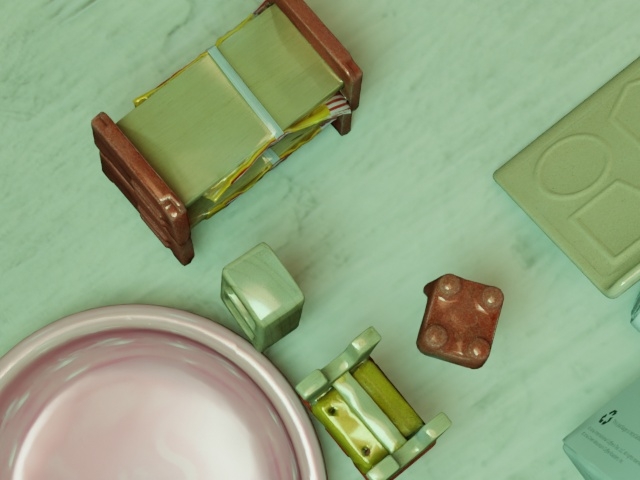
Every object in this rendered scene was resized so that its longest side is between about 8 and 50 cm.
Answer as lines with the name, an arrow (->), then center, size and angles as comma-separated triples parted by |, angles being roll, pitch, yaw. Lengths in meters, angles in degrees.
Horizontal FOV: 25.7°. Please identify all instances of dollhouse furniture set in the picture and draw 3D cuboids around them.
dollhouse furniture set -> 0.000, 0.000, 1.147 | 0.201, 0.152, 0.374 | -37, 82, -11

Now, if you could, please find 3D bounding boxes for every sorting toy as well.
sorting toy -> 0.264, -0.060, 1.148 | 0.193, 0.038, 0.208 | -38, 38, 2

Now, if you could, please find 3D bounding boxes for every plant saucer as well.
plant saucer -> -0.155, 0.221, 1.205 | 0.332, 0.084, 0.332 | -1, 85, 6

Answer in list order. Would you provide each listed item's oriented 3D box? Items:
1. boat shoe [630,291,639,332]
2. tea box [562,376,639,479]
boat shoe -> 0.377, -0.026, 1.156 | 0.094, 0.109, 0.302 | 40, 88, 5
tea box -> 0.384, 0.232, 0.987 | 0.220, 0.329, 0.323 | -39, 96, -2
